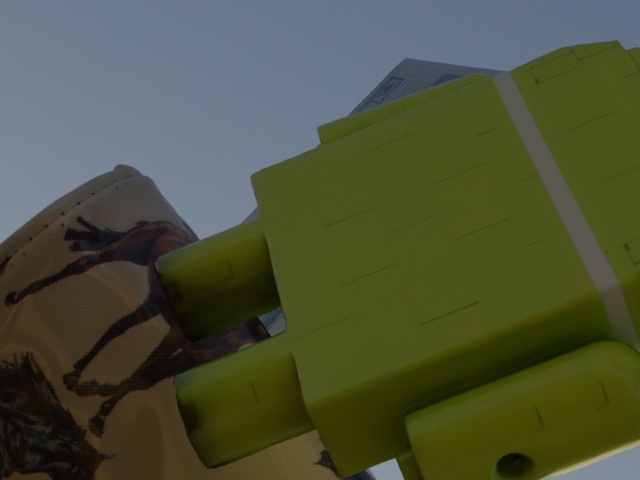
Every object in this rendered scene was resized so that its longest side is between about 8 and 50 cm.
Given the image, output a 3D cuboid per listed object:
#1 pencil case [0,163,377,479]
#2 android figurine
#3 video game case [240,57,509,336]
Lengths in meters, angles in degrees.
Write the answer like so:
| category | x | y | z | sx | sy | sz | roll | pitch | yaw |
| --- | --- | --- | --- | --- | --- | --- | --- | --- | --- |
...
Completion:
| category | x | y | z | sx | sy | sz | roll | pitch | yaw |
| --- | --- | --- | --- | --- | --- | --- | --- | --- | --- |
| pencil case | -0.050 | 0.170 | 0.881 | 0.183 | 0.160 | 0.410 | -37 | -91 | 19 |
| android figurine | 0.068 | 0.003 | 0.690 | 0.248 | 0.273 | 0.056 | -109 | 177 | -54 |
| video game case | 0.000 | 0.000 | 1.185 | 0.036 | 0.329 | 0.300 | 46 | -4 | -15 |
